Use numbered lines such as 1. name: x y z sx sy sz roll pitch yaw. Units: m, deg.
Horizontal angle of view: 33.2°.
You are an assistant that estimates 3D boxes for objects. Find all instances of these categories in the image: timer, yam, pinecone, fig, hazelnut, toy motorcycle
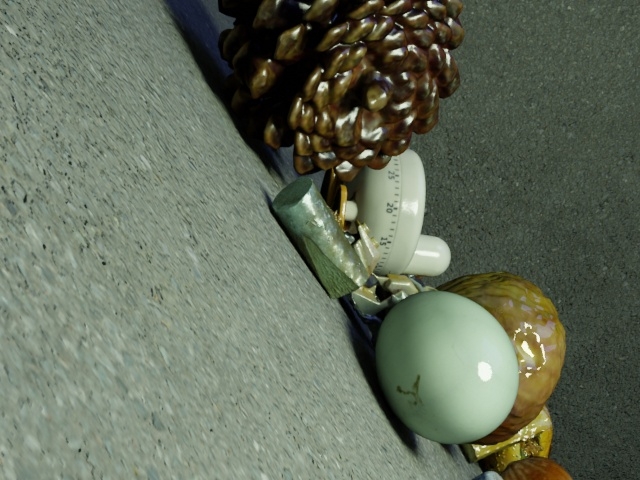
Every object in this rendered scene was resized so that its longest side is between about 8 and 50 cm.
1. timer: 0.129 -0.046 1.881 0.233 0.240 0.233 -172 -90 -79
2. yam: 0.000 0.000 1.457 0.169 0.068 0.068 58 6 -20
3. pinecone: 0.023 -0.300 1.657 0.397 0.398 0.398 58 7 -11
4. fig: 0.203 0.145 1.711 0.369 0.286 0.286 33 12 -10
5. hazelnut: 0.360 0.438 1.793 0.150 0.150 0.150 58 7 -11
6. toy motorcycle: 0.093 0.066 1.573 0.229 0.130 0.094 56 5 -21

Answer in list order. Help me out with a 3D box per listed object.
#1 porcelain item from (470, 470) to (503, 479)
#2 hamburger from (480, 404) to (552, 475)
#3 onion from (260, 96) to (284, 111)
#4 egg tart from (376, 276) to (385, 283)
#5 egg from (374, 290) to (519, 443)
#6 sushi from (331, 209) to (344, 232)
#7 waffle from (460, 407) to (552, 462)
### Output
1. porcelain item: 0.149 0.302 0.994 0.147 0.114 0.147 56 6 -9
2. hamburger: 0.361 0.359 2.075 0.182 0.118 0.191 165 -74 -67
3. onion: -0.073 -0.240 1.880 0.098 0.151 0.206 1 36 -43
4. egg tart: 0.177 0.134 1.912 0.191 0.074 0.191 27 -7 4
5. egg: 0.162 0.161 1.430 0.183 0.183 0.264 56 3 -26
6. sushi: 0.013 -0.005 1.600 0.118 0.061 0.060 57 -5 -27
7. waffle: 0.289 0.265 1.987 0.274 0.168 0.057 61 -24 25
